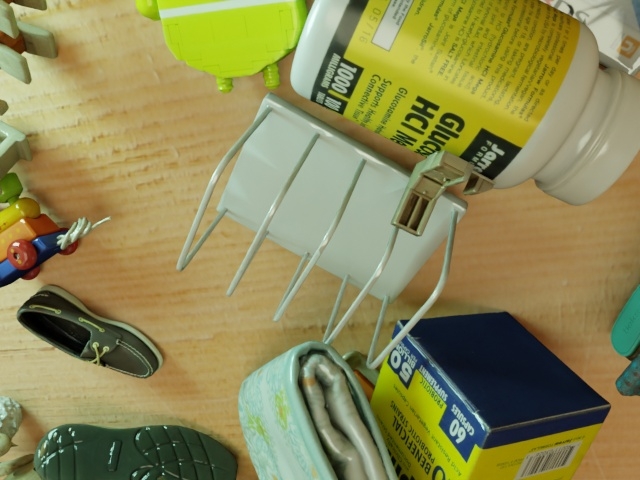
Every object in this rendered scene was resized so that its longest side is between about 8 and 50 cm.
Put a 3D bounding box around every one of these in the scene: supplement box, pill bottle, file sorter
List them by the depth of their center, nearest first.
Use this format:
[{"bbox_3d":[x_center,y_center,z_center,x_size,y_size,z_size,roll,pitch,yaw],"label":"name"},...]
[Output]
[{"bbox_3d":[0.153,-0.170,0.611,0.334,0.188,0.188,26,116,-2],"label":"pill bottle"},{"bbox_3d":[0.000,0.000,0.705,0.278,0.173,0.193,28,129,-4],"label":"file sorter"},{"bbox_3d":[0.177,0.298,0.779,0.195,0.194,0.356,-1,119,-27],"label":"supplement box"}]

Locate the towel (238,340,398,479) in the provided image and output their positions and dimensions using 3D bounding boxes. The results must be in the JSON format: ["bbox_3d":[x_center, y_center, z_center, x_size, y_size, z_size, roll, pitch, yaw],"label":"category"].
[{"bbox_3d":[0.000,0.332,0.748,0.320,0.090,0.374,-44,64,60],"label":"towel"}]

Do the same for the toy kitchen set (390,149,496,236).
[{"bbox_3d":[0.126,-0.038,0.592,0.068,0.083,0.075,25,85,-7],"label":"toy kitchen set"}]

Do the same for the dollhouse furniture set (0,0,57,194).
[{"bbox_3d":[-0.449,-0.172,0.694,0.135,0.262,0.259,24,147,1],"label":"dollhouse furniture set"}]

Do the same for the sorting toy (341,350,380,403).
[{"bbox_3d":[0.054,0.284,0.914,0.196,0.047,0.348,43,114,-10],"label":"sorting toy"}]

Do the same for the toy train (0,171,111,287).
[{"bbox_3d":[-0.413,-0.035,0.828,0.248,0.105,0.143,-29,93,20],"label":"toy train"}]

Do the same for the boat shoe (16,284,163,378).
[{"bbox_3d":[-0.358,0.157,0.914,0.228,0.068,0.081,31,116,-5],"label":"boat shoe"}]

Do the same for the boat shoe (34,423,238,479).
[{"bbox_3d":[-0.302,0.377,0.992,0.324,0.122,0.120,12,148,-4],"label":"boat shoe"}]

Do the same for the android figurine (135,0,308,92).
[{"bbox_3d":[-0.104,-0.303,0.659,0.248,0.056,0.272,-3,115,16],"label":"android figurine"}]

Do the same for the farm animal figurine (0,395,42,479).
[{"bbox_3d":[-0.500,0.463,0.944,0.172,0.326,0.330,-15,113,9],"label":"farm animal figurine"}]

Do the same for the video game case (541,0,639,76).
[{"bbox_3d":[0.285,-0.377,0.578,0.300,0.036,0.329,27,116,-3],"label":"video game case"}]

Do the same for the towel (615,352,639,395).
[{"bbox_3d":[0.515,0.032,0.657,0.272,0.040,0.370,7,121,-29],"label":"towel"}]

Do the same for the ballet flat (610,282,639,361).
[{"bbox_3d":[0.451,0.038,0.716,0.096,0.095,0.280,6,126,-4],"label":"ballet flat"}]
